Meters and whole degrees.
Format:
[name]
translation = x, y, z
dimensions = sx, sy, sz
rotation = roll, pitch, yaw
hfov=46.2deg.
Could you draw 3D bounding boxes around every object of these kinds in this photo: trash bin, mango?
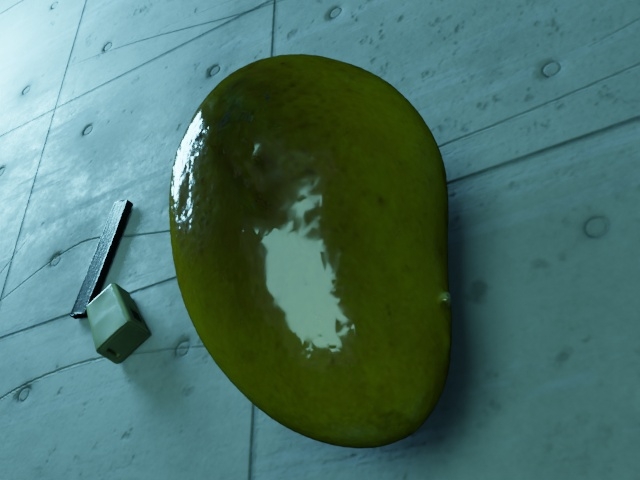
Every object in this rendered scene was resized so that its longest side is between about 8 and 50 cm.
[trash bin]
translation = -0.269, 0.105, 0.980
dimensions = 0.061, 0.043, 0.092
rotation = -43, 44, 2
[mango]
translation = 0.000, 0.000, 0.755
dimensions = 0.301, 0.220, 0.445
rotation = -29, 56, 7

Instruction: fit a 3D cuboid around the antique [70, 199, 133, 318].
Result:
[antique]
translation = -0.316, 0.025, 1.090
dimensions = 0.031, 0.015, 0.192
rotation = -5, 58, 31
